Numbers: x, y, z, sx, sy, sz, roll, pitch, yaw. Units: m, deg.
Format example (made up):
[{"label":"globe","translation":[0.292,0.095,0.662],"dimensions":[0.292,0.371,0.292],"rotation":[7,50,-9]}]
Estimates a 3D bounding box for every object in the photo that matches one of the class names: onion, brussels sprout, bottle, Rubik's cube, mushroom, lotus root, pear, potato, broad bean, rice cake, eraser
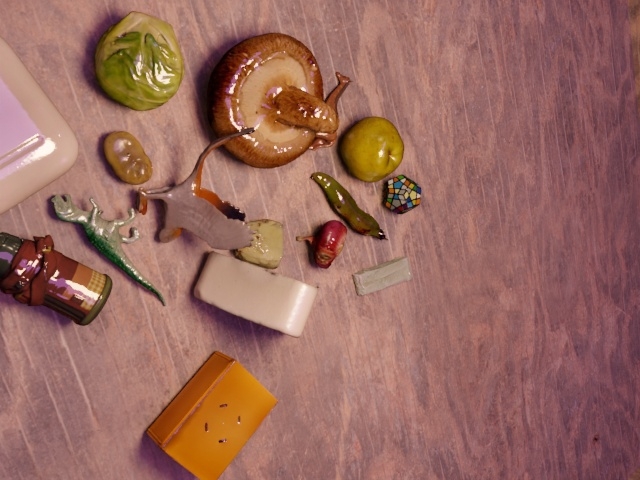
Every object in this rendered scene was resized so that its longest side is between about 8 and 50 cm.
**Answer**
[{"label":"onion","translation":[0.000,0.000,1.706],"dimensions":[0.140,0.150,0.150],"rotation":[20,80,7]},{"label":"brussels sprout","translation":[-0.422,-0.413,1.354],"dimensions":[0.223,0.161,0.223],"rotation":[0,88,-12]},{"label":"bottle","translation":[-0.605,0.074,1.274],"dimensions":[0.271,0.143,0.156],"rotation":[36,74,-30]},{"label":"Rubik's cube","translation":[0.260,-0.147,1.859],"dimensions":[0.133,0.133,0.112],"rotation":[-57,150,-17]},{"label":"mushroom","translation":[-0.141,-0.360,1.519],"dimensions":[0.346,0.239,0.344],"rotation":[10,67,-23]},{"label":"lotus root","translation":[-0.167,0.006,1.589],"dimensions":[0.144,0.070,0.142],"rotation":[2,77,-34]},{"label":"pear","translation":[0.156,-0.272,1.730],"dimensions":[0.198,0.198,0.198],"rotation":[-3,96,-34]},{"label":"potato","translation":[-0.461,-0.196,1.389],"dimensions":[0.092,0.070,0.137],"rotation":[-33,95,-26]},{"label":"broad bean","translation":[0.094,-0.091,1.781],"dimensions":[0.339,0.061,0.077],"rotation":[43,63,-30]},{"label":"rice cake","translation":[0.205,0.116,1.887],"dimensions":[0.226,0.040,0.084],"rotation":[-16,103,-33]},{"label":"eraser","translation":[-0.131,0.162,1.560],"dimensions":[0.331,0.331,0.149],"rotation":[24,82,-33]}]

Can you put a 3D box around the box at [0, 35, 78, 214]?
[{"label":"box","translation":[-0.699,-0.241,1.184],"dimensions":[0.289,0.141,0.348],"rotation":[-42,115,-25]}]

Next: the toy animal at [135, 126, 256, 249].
[{"label":"toy animal","translation":[-0.305,-0.126,1.411],"dimensions":[0.302,0.225,0.284],"rotation":[-4,112,-9]}]

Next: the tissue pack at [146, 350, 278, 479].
[{"label":"tissue pack","translation":[-0.283,0.461,1.525],"dimensions":[0.274,0.145,0.194],"rotation":[-49,116,-20]}]

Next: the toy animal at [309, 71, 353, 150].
[{"label":"toy animal","translation":[0.013,-0.383,1.706],"dimensions":[0.230,0.066,0.224],"rotation":[-15,83,-23]}]

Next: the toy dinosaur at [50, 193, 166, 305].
[{"label":"toy dinosaur","translation":[-0.467,0.001,1.406],"dimensions":[0.129,0.076,0.383],"rotation":[-50,115,-13]}]
